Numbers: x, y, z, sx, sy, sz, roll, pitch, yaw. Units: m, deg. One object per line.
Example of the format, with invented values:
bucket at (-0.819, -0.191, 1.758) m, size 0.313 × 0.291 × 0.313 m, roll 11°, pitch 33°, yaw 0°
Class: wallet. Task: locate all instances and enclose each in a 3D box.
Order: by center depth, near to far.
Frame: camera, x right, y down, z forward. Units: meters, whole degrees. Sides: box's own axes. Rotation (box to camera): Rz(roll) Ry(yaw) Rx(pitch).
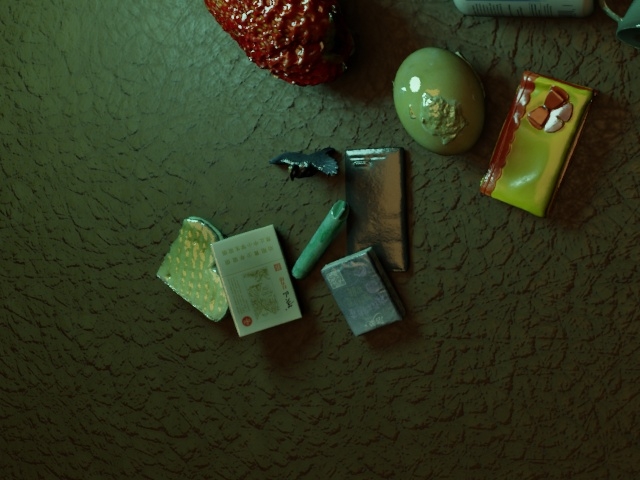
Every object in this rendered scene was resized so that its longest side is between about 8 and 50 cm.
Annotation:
wallet at (0.383, -0.174, 1.545) m, size 0.141 × 0.067 × 0.241 m, roll 23°, pitch 105°, yaw 20°
wallet at (0.110, -0.059, 1.692) m, size 0.124 × 0.025 × 0.244 m, roll 1°, pitch 97°, yaw 22°

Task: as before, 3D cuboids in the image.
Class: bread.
bread at (-0.264, 0.067, 1.837) m, size 0.173 × 0.064 × 0.232 m, roll -14°, pitch 92°, yaw 20°

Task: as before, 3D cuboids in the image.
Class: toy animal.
toy animal at (-0.019, -0.149, 1.692) m, size 0.220 × 0.108 × 0.062 m, roll 18°, pitch 110°, yaw 55°

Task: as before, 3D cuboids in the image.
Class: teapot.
teapot at (0.569, -0.391, 1.399) m, size 0.239 × 0.162 × 0.148 m, roll 16°, pitch 94°, yaw 11°

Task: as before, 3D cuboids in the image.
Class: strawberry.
strawberry at (-0.071, -0.405, 1.591) m, size 0.258 × 0.261 × 0.261 m, roll -18°, pitch 90°, yaw 3°

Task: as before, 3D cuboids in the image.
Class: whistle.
whistle at (0.000, 0.000, 1.725) m, size 0.039 × 0.039 × 0.186 m, roll 40°, pitch 117°, yaw 13°

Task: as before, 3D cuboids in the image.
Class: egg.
egg at (0.216, -0.249, 1.554) m, size 0.164 × 0.164 × 0.201 m, roll -23°, pitch 88°, yaw 23°

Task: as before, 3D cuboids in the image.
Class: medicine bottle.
medicine bottle at (0.325, -0.462, 1.481) m, size 0.289 × 0.157 × 0.156 m, roll 7°, pitch 99°, yaw 21°

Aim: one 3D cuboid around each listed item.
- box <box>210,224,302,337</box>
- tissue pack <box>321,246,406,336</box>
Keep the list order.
box at (-0.130, 0.081, 1.760) m, size 0.141 × 0.058 × 0.201 m, roll -19°, pitch 90°, yaw -4°
tissue pack at (0.084, 0.102, 1.697) m, size 0.112 × 0.051 × 0.156 m, roll -23°, pitch 100°, yaw 25°
